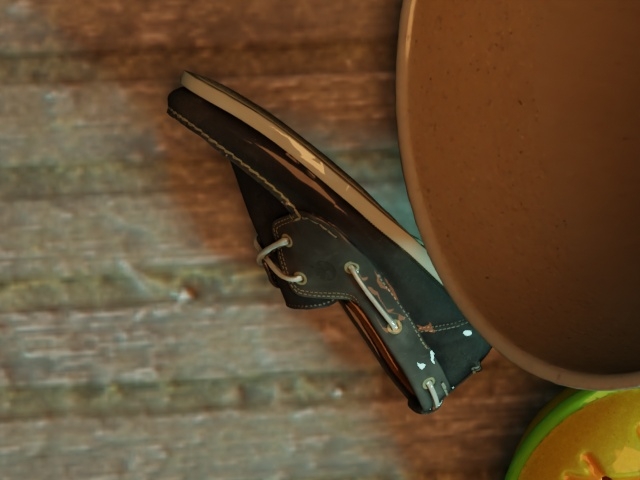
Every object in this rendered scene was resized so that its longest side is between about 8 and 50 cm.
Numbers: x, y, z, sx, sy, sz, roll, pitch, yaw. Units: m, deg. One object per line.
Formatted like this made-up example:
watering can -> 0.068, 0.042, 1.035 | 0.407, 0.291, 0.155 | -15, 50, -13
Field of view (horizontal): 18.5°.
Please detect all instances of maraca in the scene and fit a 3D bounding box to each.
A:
maraca -> 0.156, 0.148, 1.103 | 0.127, 0.099, 0.185 | 16, 118, -21

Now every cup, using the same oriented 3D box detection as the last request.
cup -> 0.228, -0.087, 0.988 | 0.237, 0.331, 0.331 | 4, 99, -34

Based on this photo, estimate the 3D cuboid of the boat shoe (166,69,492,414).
boat shoe -> 0.000, 0.000, 1.064 | 0.233, 0.084, 0.079 | 43, 91, -14
